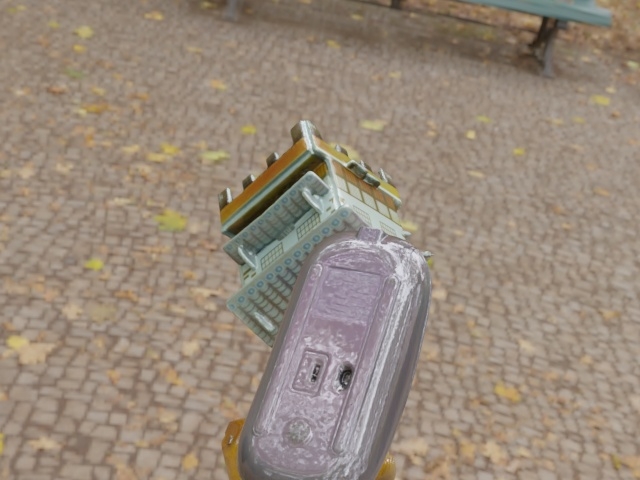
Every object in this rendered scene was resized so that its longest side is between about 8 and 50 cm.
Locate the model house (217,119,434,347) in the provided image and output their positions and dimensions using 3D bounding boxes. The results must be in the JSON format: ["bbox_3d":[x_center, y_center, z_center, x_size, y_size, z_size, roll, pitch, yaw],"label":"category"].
[{"bbox_3d":[0.000,0.000,1.343,0.198,0.224,0.215,29,33,-39],"label":"model house"}]

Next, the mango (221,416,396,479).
[{"bbox_3d":[-0.005,0.304,1.373,0.236,0.136,0.166,1,-2,-37],"label":"mango"}]

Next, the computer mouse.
[{"bbox_3d":[0.013,0.100,0.816,0.120,0.057,0.232,8,65,23],"label":"computer mouse"}]
